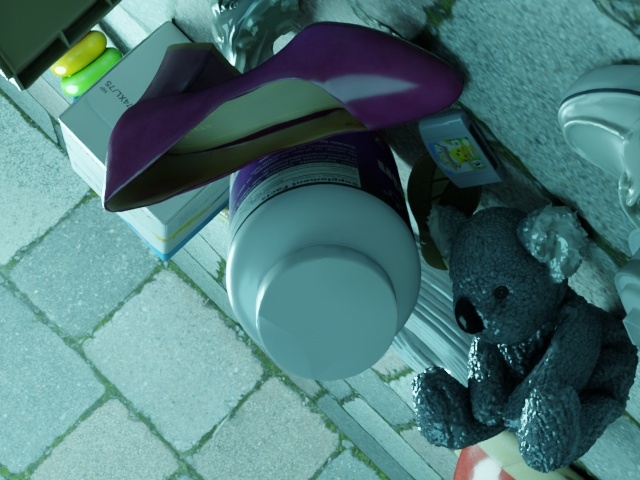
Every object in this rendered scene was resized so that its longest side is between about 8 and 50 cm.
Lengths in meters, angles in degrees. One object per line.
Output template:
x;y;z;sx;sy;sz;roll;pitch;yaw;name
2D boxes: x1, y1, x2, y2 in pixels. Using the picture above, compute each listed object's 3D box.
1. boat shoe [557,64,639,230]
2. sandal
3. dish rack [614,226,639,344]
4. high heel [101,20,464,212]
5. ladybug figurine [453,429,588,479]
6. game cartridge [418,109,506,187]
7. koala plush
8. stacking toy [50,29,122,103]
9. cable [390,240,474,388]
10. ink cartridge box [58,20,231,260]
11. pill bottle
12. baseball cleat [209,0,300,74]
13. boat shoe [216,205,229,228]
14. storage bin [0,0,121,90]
0.236;-0.037;0.863;0.267;0.088;0.096;32;162;48;boat shoe
0.126;-0.037;1.320;0.072;0.049;0.180;7;144;13;sandal
0.369;0.151;1.094;0.285;0.072;0.333;34;162;46;dish rack
-0.043;-0.092;1.226;0.377;0.181;0.127;3;153;45;high heel
0.346;0.441;1.909;0.449;0.162;0.305;39;167;29;ladybug figurine
0.126;-0.081;1.218;0.056;0.017;0.083;-6;132;45;game cartridge
0.183;0.063;1.245;0.196;0.203;0.221;1;118;52;koala plush
-0.349;-0.265;2.045;0.330;0.141;0.141;57;165;-22;stacking toy
0.147;0.110;1.655;0.257;0.089;0.257;37;165;36;cable
-0.208;-0.126;1.812;0.198;0.197;0.270;45;168;3;ink cartridge box
0.000;0.000;1.305;0.181;0.181;0.323;50;-166;-22;pill bottle
-0.077;-0.227;1.342;0.109;0.072;0.206;64;158;14;baseball cleat
-0.083;-0.020;1.989;0.089;0.104;0.285;55;175;-30;boat shoe
-0.269;-0.316;1.232;0.123;0.262;0.260;35;164;32;storage bin
